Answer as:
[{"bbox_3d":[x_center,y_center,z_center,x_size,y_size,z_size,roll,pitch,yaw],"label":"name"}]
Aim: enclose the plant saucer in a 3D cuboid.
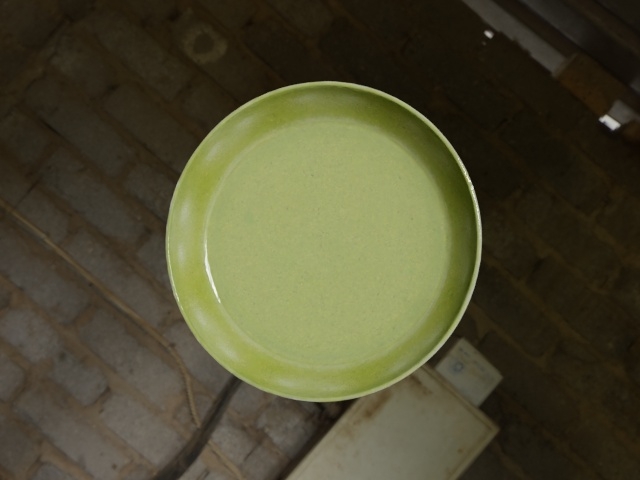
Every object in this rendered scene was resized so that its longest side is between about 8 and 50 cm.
[{"bbox_3d":[0.000,0.000,0.526,0.241,0.241,0.037,40,4,11],"label":"plant saucer"}]
